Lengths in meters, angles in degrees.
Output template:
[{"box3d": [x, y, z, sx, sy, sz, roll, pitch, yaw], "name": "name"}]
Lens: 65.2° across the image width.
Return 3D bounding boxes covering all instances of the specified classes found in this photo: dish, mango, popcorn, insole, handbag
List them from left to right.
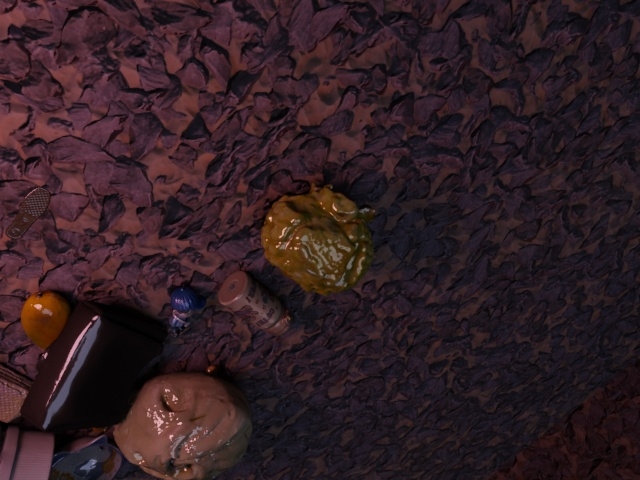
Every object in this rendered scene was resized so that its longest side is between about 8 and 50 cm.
[{"box3d": [-0.593, -0.053, 1.013, 0.045, 0.002, 0.135, 35, 104, -35], "name": "insole"}, {"box3d": [-0.613, 0.184, 1.123, 0.101, 0.066, 0.187, 2, 128, -22], "name": "mango"}, {"box3d": [-0.636, 0.592, 1.351, 0.228, 0.086, 0.236, -18, 130, -32], "name": "dish"}, {"box3d": [-0.507, 0.298, 1.158, 0.257, 0.113, 0.285, 37, 76, -54], "name": "handbag"}, {"box3d": [0.000, 0.000, 1.155, 0.270, 0.224, 0.258, -12, 117, -7], "name": "popcorn"}]

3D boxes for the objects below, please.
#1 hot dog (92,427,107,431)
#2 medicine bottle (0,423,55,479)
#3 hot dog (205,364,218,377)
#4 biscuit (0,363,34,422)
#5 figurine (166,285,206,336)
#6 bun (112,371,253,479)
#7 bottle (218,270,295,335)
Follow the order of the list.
[{"box3d": [-0.583, 0.379, 1.255, 0.083, 0.068, 0.289, -20, 125, -17], "name": "hot dog"}, {"box3d": [-0.807, 0.540, 1.156, 0.306, 0.245, 0.245, 17, 113, -31], "name": "medicine bottle"}, {"box3d": [-0.310, 0.405, 1.405, 0.044, 0.028, 0.137, -24, 134, -39], "name": "hot dog"}, {"box3d": [-0.773, 0.329, 1.151, 0.108, 0.062, 0.239, -37, 128, 1], "name": "biscuit"}, {"box3d": [-0.342, 0.168, 1.226, 0.079, 0.077, 0.136, 41, 120, -2], "name": "figurine"}, {"box3d": [-0.359, 0.512, 1.318, 0.362, 0.234, 0.326, -4, 128, -1], "name": "bun"}, {"box3d": [-0.150, 0.168, 1.270, 0.110, 0.097, 0.209, -15, 137, 36], "name": "bottle"}]
